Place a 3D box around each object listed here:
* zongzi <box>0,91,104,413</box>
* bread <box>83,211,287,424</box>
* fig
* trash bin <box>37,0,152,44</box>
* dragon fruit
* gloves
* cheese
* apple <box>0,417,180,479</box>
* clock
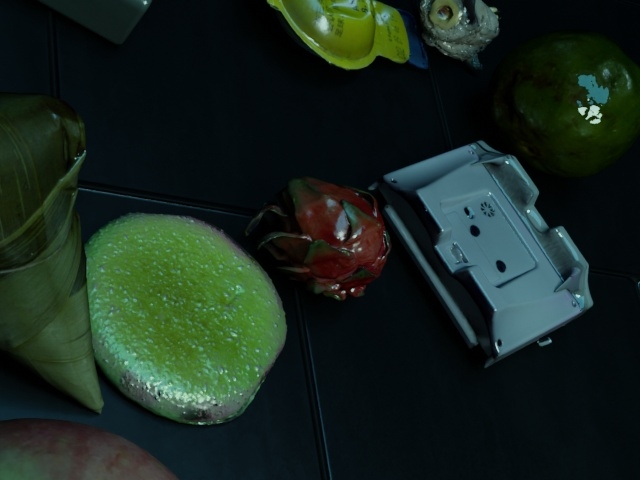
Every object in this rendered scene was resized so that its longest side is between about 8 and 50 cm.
[{"bbox_3d":[-0.333,0.005,1.124,0.289,0.317,0.154,14,39,27],"label":"zongzi"},{"bbox_3d":[-0.129,0.065,1.252,0.229,0.033,0.228,19,49,-24],"label":"bread"},{"bbox_3d":[0.315,-0.192,1.627,0.195,0.195,0.245,36,55,-8],"label":"fig"},{"bbox_3d":[-0.276,-0.333,1.385,0.236,0.101,0.176,30,46,-17],"label":"trash bin"},{"bbox_3d":[0.005,-0.005,1.344,0.142,0.130,0.121,38,79,-8],"label":"dragon fruit"},{"bbox_3d":[0.170,-0.282,1.652,0.144,0.094,0.110,29,43,-61],"label":"gloves"},{"bbox_3d":[0.032,-0.270,1.570,0.270,0.069,0.177,12,55,-41],"label":"cheese"},{"bbox_3d":[-0.202,0.297,0.898,0.345,0.269,0.344,5,60,-8],"label":"apple"},{"bbox_3d":[0.187,0.008,1.473,0.186,0.083,0.253,-22,74,-41],"label":"clock"}]
